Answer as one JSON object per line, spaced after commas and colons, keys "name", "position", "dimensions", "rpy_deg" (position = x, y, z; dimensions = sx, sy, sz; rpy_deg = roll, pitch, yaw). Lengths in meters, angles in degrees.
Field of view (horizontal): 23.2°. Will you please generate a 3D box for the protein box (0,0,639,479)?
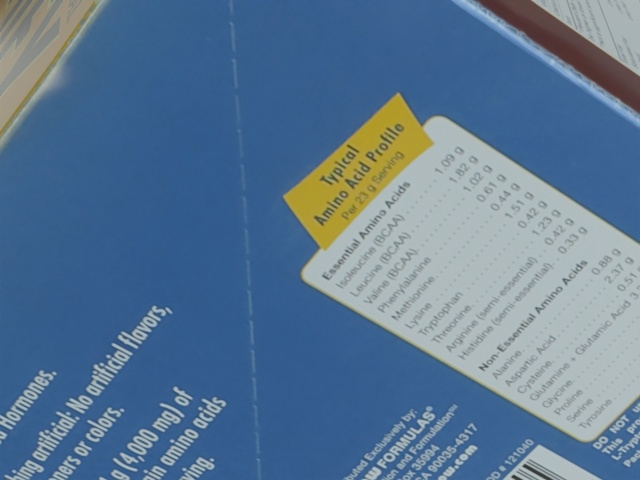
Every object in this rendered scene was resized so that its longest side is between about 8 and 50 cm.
{"name": "protein box", "position": [0.000, 0.000, 0.426], "dimensions": [0.200, 0.201, 0.136], "rpy_deg": [-49, -158, 25]}
